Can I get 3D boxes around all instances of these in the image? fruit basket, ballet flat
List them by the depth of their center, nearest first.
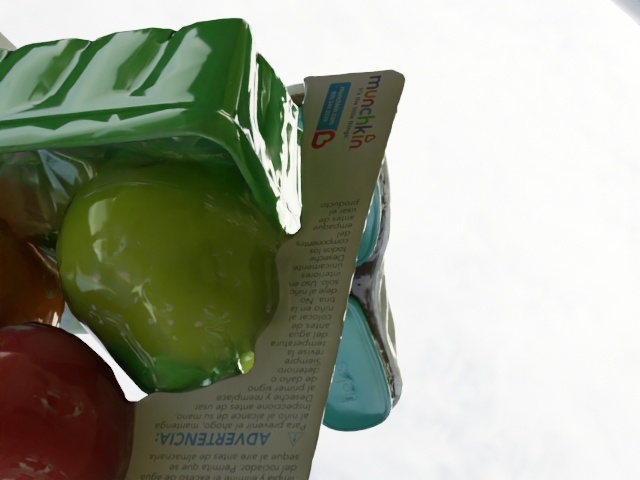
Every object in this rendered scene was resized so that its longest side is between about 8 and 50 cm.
[{"bbox_3d":[-0.135,0.063,0.689,0.165,0.327,0.353,56,-143,-51],"label":"fruit basket"},{"bbox_3d":[0.000,0.000,1.214,0.139,0.400,0.139,-6,-137,6],"label":"ballet flat"}]

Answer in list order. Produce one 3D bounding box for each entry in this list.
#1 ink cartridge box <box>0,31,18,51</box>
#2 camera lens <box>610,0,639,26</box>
[{"bbox_3d":[-0.342,-0.029,0.940,0.121,0.211,0.289,43,-138,-33],"label":"ink cartridge box"},{"bbox_3d":[0.323,-0.301,1.236,0.274,0.219,0.219,28,-133,-39],"label":"camera lens"}]
